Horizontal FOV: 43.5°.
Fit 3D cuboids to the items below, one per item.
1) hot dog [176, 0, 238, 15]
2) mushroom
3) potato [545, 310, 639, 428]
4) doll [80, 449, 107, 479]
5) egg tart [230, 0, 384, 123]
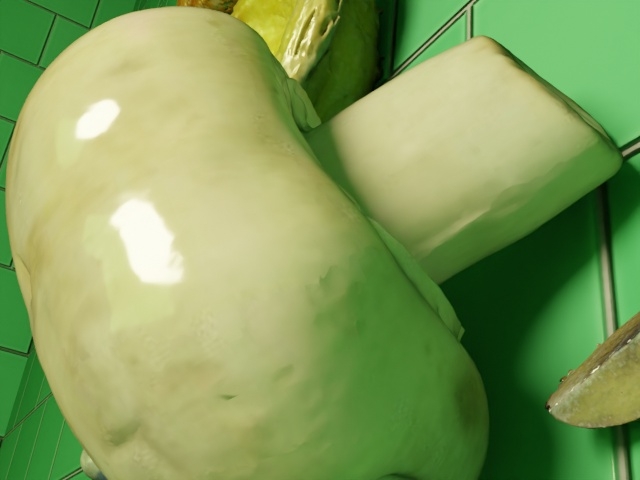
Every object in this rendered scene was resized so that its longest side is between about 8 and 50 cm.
[{"bbox_3d":[-0.144,-0.422,1.319,0.257,0.150,0.153,-27,57,57],"label":"hot dog"},{"bbox_3d":[-0.032,0.009,0.489,0.353,0.325,0.353,-56,19,31],"label":"mushroom"},{"bbox_3d":[0.159,0.064,0.406,0.093,0.036,0.037,-45,-9,9],"label":"potato"},{"bbox_3d":[-0.116,0.215,0.719,0.228,0.154,0.258,34,112,32],"label":"doll"},{"bbox_3d":[-0.034,-0.197,0.901,0.345,0.132,0.345,-45,34,41],"label":"egg tart"}]
